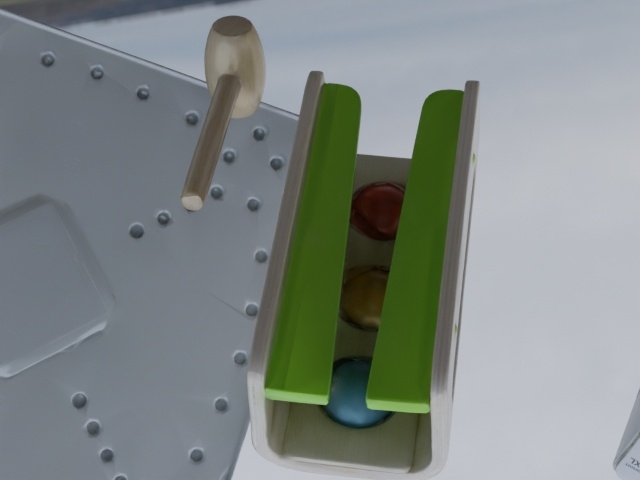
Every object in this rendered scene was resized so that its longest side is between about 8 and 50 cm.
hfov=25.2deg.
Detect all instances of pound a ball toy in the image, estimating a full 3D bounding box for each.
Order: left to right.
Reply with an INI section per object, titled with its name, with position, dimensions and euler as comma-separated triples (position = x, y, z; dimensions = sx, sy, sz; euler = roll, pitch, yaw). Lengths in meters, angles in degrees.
[pound a ball toy]
position = 0.000, 0.000, 1.000
dimensions = 0.208, 0.136, 0.319
euler = 4, -129, 7

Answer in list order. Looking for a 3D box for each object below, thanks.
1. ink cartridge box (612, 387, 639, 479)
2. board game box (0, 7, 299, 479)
[ink cartridge box]
position = 0.255, 0.098, 0.877
dimensions = 0.109, 0.063, 0.150
euler = 28, -133, 5
[board game box]
position = -0.227, 0.037, 1.091
dimensions = 0.390, 0.390, 0.050
euler = 19, 171, -9
